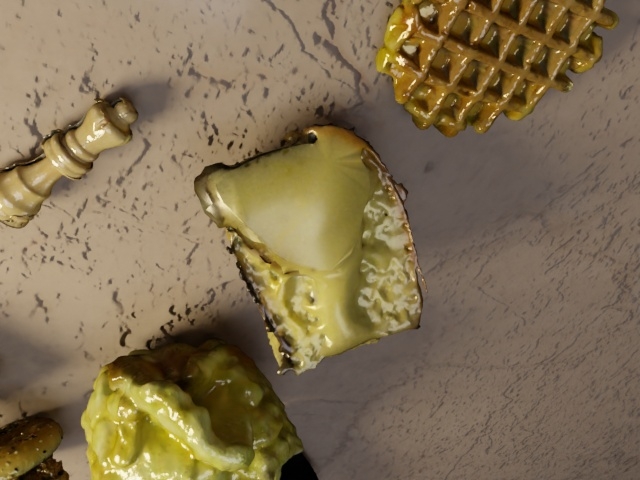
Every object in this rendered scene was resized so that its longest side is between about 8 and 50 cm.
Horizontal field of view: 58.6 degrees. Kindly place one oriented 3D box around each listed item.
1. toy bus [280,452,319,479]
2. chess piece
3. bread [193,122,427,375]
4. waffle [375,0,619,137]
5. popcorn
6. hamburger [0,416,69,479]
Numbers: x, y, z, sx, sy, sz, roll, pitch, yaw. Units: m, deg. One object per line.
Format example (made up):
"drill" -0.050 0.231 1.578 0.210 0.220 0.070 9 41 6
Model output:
"toy bus" -0.099 0.435 1.004 0.147 0.127 0.303 -23 133 7
"chess piece" -0.249 -0.081 0.555 0.172 0.060 0.060 -34 132 10
"bread" 0.000 0.000 0.639 0.204 0.162 0.262 -18 110 0
"waffle" 0.177 -0.220 0.569 0.253 0.056 0.249 -16 133 -3
"popcorn" -0.161 0.247 0.728 0.293 0.293 0.237 8 85 -24
"hamburger" -0.439 0.315 0.764 0.185 0.177 0.113 -10 102 0
